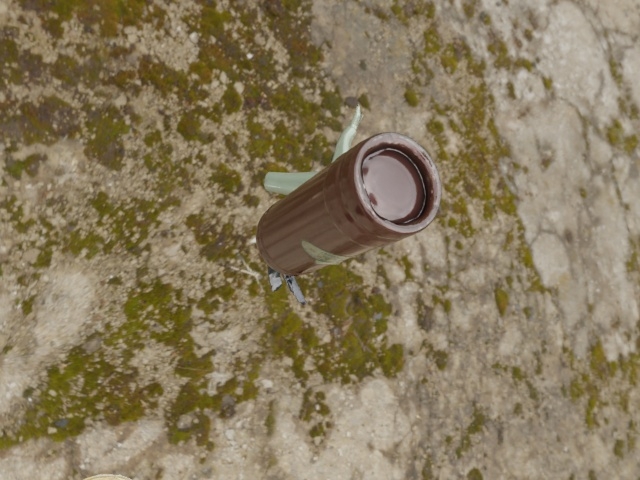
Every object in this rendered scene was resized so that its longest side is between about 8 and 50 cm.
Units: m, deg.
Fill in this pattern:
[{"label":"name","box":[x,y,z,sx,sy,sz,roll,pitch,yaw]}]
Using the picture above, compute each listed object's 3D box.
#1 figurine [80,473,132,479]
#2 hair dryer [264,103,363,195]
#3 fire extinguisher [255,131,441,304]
[{"label":"figurine","box":[-0.201,0.323,0.393,0.181,0.257,0.208,33,27,8]},{"label":"hair dryer","box":[-0.012,-0.178,1.163,0.230,0.092,0.266,-6,60,10]},{"label":"fire extinguisher","box":[0.000,0.000,0.614,0.102,0.344,0.137,-24,88,-31]}]
